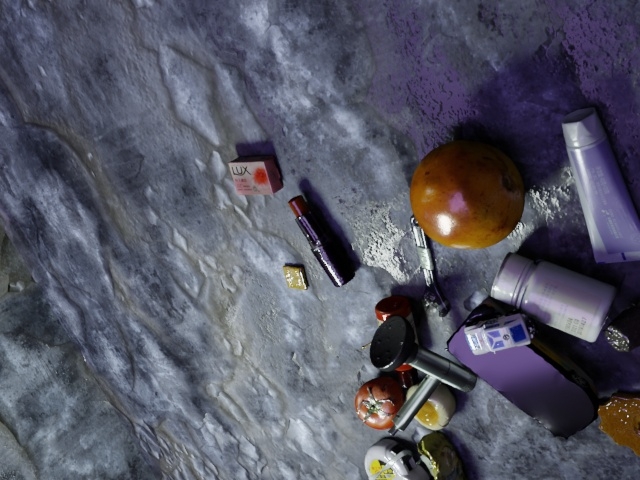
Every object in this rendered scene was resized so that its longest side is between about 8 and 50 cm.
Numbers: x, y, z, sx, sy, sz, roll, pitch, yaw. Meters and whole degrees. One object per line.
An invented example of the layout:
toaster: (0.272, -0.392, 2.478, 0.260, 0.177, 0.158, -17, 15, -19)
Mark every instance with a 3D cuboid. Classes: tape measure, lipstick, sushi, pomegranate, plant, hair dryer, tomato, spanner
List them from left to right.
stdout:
lipstick: (0.000, 0.000, 1.896, 0.081, 0.081, 0.300, -25, 101, 43)
tomato: (0.189, 0.505, 2.019, 0.167, 0.167, 0.167, 18, 126, 27)
tape measure: (0.241, 0.768, 2.170, 0.236, 0.120, 0.197, -22, 92, 46)
hair dryer: (0.250, 0.407, 1.785, 0.320, 0.284, 0.156, 39, 174, -22)
spanner: (0.288, 0.072, 1.771, 0.087, 0.024, 0.316, 3, 119, 41)
sushi: (0.380, 0.744, 2.044, 0.131, 0.139, 0.291, 1, 119, 45)
pomegranate: (0.333, -0.103, 1.484, 0.264, 0.264, 0.264, 18, 126, 27)
plant: (0.711, 0.187, 1.450, 0.094, 0.143, 0.092, 62, 164, 8)

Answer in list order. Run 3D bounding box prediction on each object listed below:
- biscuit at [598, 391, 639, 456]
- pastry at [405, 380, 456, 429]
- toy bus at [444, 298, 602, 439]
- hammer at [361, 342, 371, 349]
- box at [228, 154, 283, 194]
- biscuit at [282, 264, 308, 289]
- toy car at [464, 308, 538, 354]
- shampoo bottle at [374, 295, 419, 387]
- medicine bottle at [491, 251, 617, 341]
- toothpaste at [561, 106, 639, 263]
biscuit: (0.793, 0.457, 1.629, 0.215, 0.034, 0.182, 23, 128, 26)
pastry: (0.333, 0.493, 1.951, 0.156, 0.092, 0.156, 16, 122, 28)
toy bus: (0.523, 0.313, 1.642, 0.386, 0.162, 0.171, 39, 116, 9)
hammer: (0.165, 0.318, 2.020, 0.029, 0.014, 0.123, 56, 137, 6)
box: (-0.194, -0.196, 1.933, 0.156, 0.060, 0.111, 0, 115, 35)
biscuit: (-0.081, 0.119, 2.072, 0.081, 0.018, 0.083, 3, 118, 35)
toy car: (0.426, 0.219, 1.525, 0.170, 0.070, 0.080, -19, 97, 27)
shampoo bottle: (0.236, 0.305, 1.895, 0.104, 0.104, 0.278, 2, 118, 35)
medicine bottle: (0.548, 0.128, 1.530, 0.258, 0.143, 0.143, 23, 128, 22)
toothpaste: (0.608, -0.102, 1.395, 0.125, 0.080, 0.371, -10, 115, 39)
